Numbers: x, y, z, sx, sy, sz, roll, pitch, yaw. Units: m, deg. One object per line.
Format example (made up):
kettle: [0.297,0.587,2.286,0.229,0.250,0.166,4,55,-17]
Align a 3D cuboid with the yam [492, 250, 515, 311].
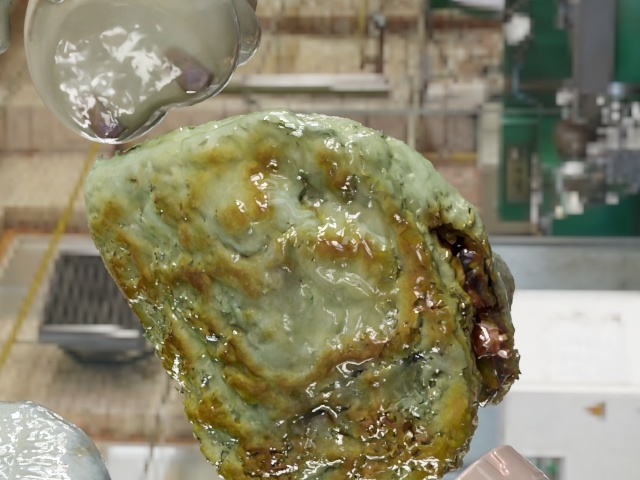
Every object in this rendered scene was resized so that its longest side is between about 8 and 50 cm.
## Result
yam: [0.159,0.057,2.157,0.268,0.161,0.161,31,-124,-55]

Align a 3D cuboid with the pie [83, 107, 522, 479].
pie: [-0.028,0.054,1.500,0.418,0.395,0.180,55,-141,-8]

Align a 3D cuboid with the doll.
doll: [-0.175,-0.235,1.634,0.226,0.215,0.370,49,-157,-4]

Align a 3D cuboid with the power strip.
power strip: [0.134,0.251,1.329,0.154,0.078,0.154,-41,-22,-21]

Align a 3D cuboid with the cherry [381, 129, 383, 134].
cherry: [0.000,0.000,1.940,0.183,0.266,0.213,21,-134,-58]

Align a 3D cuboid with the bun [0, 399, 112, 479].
bun: [-0.363,0.331,1.661,0.194,0.354,0.354,69,-161,-45]
